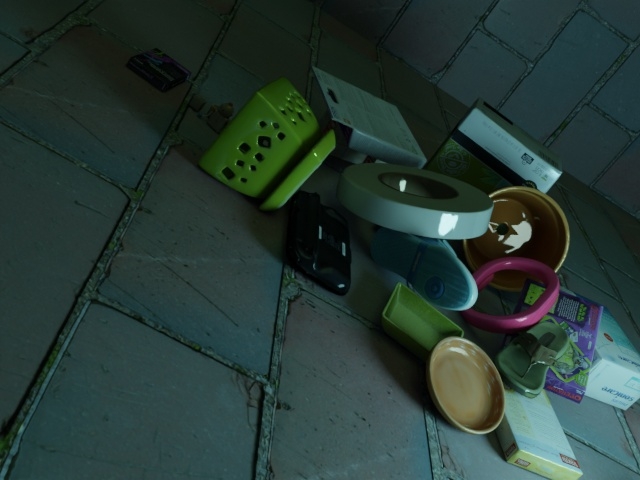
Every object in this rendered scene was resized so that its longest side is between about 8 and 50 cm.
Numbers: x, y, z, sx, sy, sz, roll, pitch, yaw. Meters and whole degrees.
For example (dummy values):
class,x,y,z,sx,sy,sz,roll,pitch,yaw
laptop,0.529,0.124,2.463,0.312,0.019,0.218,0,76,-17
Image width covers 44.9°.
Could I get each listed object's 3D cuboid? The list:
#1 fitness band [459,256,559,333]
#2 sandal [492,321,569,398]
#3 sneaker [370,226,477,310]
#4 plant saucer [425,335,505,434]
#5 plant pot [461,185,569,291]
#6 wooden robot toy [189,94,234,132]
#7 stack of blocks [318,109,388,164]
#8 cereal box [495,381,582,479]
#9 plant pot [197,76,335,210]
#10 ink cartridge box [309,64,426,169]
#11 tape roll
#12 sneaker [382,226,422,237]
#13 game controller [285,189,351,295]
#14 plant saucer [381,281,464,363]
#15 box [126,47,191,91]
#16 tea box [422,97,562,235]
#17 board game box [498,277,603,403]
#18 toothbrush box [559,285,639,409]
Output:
class,x,y,z,sx,sy,sz,roll,pitch,yaw
fitness band,0.470,0.130,1.926,0.209,0.054,0.291,17,37,34
sandal,0.475,0.243,1.721,0.120,0.086,0.302,33,37,18
sneaker,0.288,0.067,1.825,0.208,0.127,0.319,12,19,-44
plant saucer,0.282,0.290,1.539,0.199,0.037,0.200,19,52,-27
plant pot,0.533,-0.020,2.197,0.290,0.291,0.203,35,9,-4
wooden robot toy,-0.239,-0.314,1.915,0.173,0.079,0.076,45,27,16
stack of blocks,0.143,-0.278,2.327,0.297,0.087,0.171,14,33,-39
cereal box,0.431,0.383,1.619,0.173,0.047,0.240,25,28,-20
plant pot,-0.105,-0.209,1.754,0.207,0.227,0.228,42,24,-5
ink cartridge box,0.120,-0.348,2.237,0.330,0.071,0.324,19,32,-26
tape roll,0.237,-0.106,1.947,0.391,0.072,0.392,10,20,-4
sneaker,0.224,-0.043,2.065,0.121,0.079,0.217,49,27,1
game controller,0.000,0.000,1.729,0.166,0.067,0.319,43,23,-21
plant saucer,0.212,0.192,1.669,0.188,0.045,0.188,38,25,1
box,-0.407,-0.434,1.966,0.116,0.029,0.162,35,27,-3
tea box,0.513,-0.208,2.401,0.329,0.324,0.220,36,25,1
board game box,0.560,0.232,1.882,0.208,0.056,0.347,19,35,17
toothbrush box,0.716,0.281,2.065,0.216,0.126,0.296,23,30,-25
